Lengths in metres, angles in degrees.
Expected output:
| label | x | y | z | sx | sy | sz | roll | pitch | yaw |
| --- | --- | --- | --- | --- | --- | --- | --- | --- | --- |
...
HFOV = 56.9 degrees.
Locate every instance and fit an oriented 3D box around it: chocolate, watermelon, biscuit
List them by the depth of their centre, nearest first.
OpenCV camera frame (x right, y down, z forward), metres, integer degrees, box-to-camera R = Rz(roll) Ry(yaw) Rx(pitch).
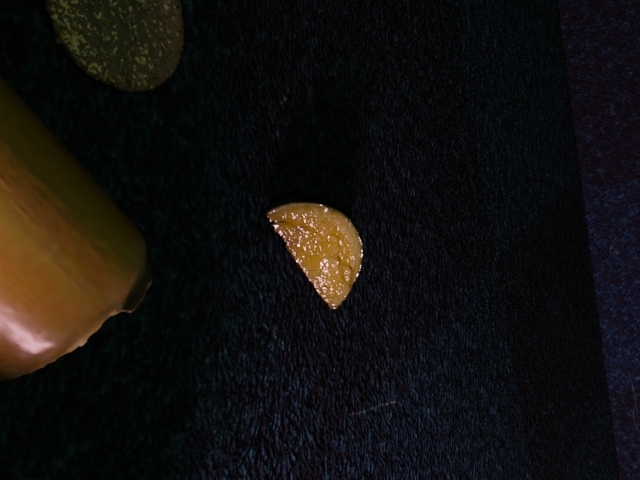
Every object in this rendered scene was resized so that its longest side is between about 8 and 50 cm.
| label | x | y | z | sx | sy | sz | roll | pitch | yaw |
| --- | --- | --- | --- | --- | --- | --- | --- | --- | --- |
| chocolate | -0.291 | -0.099 | 0.333 | 0.445 | 0.162 | 0.162 | 58 | 48 | -33 |
| biscuit | -0.193 | -0.217 | 0.571 | 0.152 | 0.020 | 0.152 | 1 | 89 | -50 |
| watermelon | 0.000 | -0.006 | 0.788 | 0.092 | 0.075 | 0.181 | -33 | 122 | 3 |
